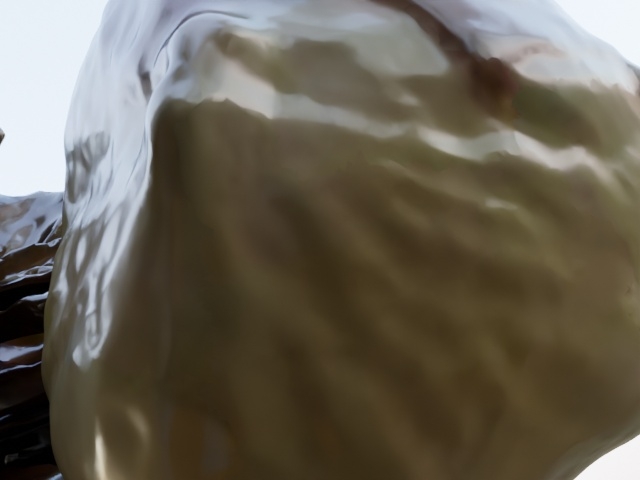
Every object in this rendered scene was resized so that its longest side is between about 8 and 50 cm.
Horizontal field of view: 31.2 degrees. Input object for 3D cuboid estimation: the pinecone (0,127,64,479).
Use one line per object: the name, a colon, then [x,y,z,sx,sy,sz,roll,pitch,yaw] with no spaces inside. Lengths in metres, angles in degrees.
pinecone: [-0.233,0.113,0.591,0.398,0.398,0.398,-31,-21,-13]

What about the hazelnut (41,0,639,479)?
hazelnut: [0.000,0.000,0.418,0.261,0.261,0.241,-34,-20,-5]
